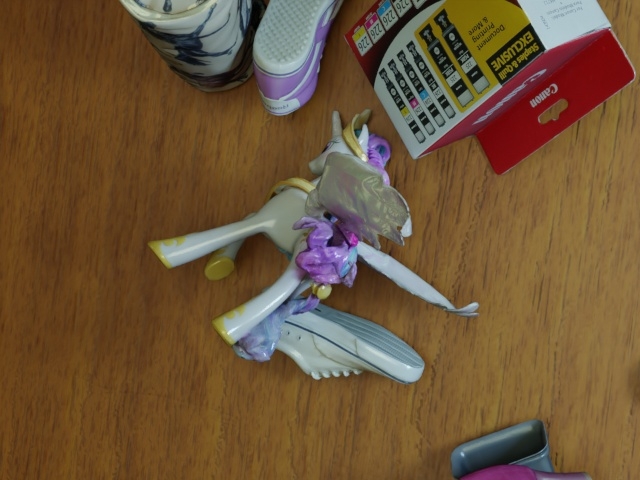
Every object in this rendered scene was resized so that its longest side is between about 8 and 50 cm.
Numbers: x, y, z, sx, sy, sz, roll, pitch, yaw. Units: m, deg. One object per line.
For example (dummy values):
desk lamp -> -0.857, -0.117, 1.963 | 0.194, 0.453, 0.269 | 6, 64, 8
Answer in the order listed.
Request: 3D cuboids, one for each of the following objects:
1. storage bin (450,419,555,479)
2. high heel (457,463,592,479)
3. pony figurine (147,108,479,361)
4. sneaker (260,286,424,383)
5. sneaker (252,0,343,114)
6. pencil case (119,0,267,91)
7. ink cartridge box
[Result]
storage bin -> 0.255, 0.312, 1.756 | 0.135, 0.098, 0.091 | -21, 111, 12
high heel -> 0.243, 0.472, 1.692 | 0.181, 0.127, 0.377 | 3, 94, -13
pony figurine -> 0.000, 0.000, 1.726 | 0.363, 0.302, 0.351 | -38, 48, -7
sneaker -> 0.021, 0.151, 1.821 | 0.258, 0.094, 0.091 | 24, 107, 20
sneaker -> -0.024, -0.301, 1.834 | 0.102, 0.161, 0.282 | 20, 61, 13
pencil case -> -0.162, -0.322, 1.708 | 0.160, 0.410, 0.183 | 5, 85, 4
ink cartridge box -> 0.209, -0.240, 1.669 | 0.271, 0.130, 0.309 | 61, 145, 8
